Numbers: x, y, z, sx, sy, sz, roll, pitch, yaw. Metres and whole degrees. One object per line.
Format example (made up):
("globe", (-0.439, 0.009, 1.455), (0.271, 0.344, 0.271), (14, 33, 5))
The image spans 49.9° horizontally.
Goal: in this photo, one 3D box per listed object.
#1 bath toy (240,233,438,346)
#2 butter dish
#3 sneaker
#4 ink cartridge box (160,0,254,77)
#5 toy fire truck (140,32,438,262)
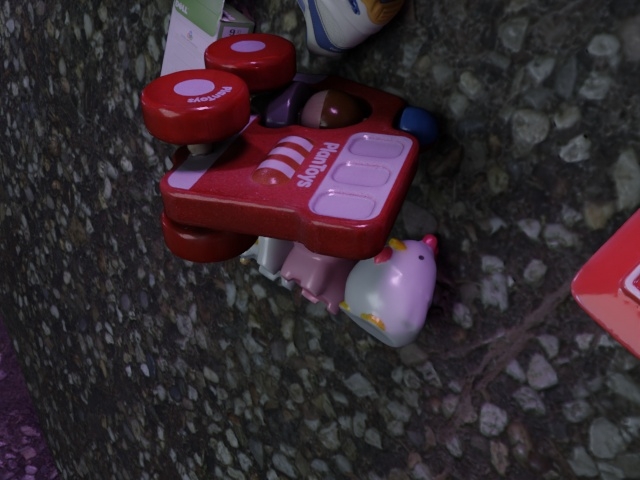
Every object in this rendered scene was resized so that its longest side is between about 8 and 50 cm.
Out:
("bath toy", (0.000, 0.000, 0.824), (0.348, 0.129, 0.151), (26, 165, 42))
("butter dish", (0.297, 0.045, 0.516), (0.160, 0.118, 0.160), (-45, 63, 0))
("sneaker", (-0.027, -0.341, 0.748), (0.131, 0.112, 0.296), (-32, 77, 48))
("ink cartridge box", (-0.155, -0.275, 0.943), (0.109, 0.062, 0.209), (43, 129, 32))
("toy fire truck", (-0.019, -0.092, 0.702), (0.254, 0.302, 0.169), (11, 126, 16))
